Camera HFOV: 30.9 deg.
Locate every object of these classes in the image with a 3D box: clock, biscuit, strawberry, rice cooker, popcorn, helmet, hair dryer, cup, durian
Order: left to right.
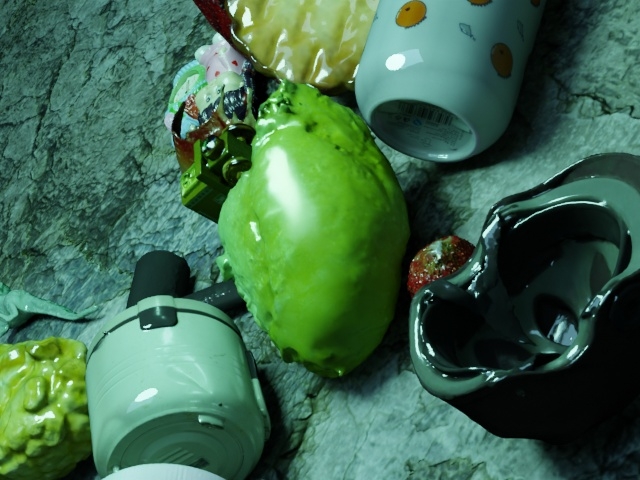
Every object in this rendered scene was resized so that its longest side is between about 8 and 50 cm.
[{"bbox_3d":[-0.428,0.259,1.711,0.286,0.174,0.225,-9,60,44],"label":"popcorn"},{"bbox_3d":[-0.184,0.201,1.464,0.226,0.226,0.244,-41,38,14],"label":"rice cooker"},{"bbox_3d":[-0.176,0.092,1.674,0.251,0.089,0.197,-18,44,25],"label":"hair dryer"},{"bbox_3d":[-0.177,-0.233,1.931,0.194,0.100,0.195,-37,35,26],"label":"clock"},{"bbox_3d":[0.000,0.000,1.437,0.256,0.204,0.339,-50,57,29],"label":"durian"},{"bbox_3d":[0.021,-0.356,1.710,0.326,0.107,0.326,-1,75,5],"label":"biscuit"},{"bbox_3d":[0.144,0.042,1.342,0.106,0.106,0.106,-28,42,28],"label":"strawberry"},{"bbox_3d":[0.172,-0.271,1.486,0.212,0.212,0.317,-8,55,44],"label":"cup"},{"bbox_3d":[0.245,0.075,1.133,0.305,0.177,0.225,-41,28,5],"label":"helmet"}]

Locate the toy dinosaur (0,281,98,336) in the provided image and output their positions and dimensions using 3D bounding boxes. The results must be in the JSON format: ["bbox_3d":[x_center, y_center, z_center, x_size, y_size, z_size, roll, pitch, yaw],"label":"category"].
[{"bbox_3d":[-0.520,0.136,1.990,0.383,0.076,0.129,15,47,45],"label":"toy dinosaur"}]

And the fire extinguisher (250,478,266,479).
[{"bbox_3d":[-0.103,0.334,1.395,0.158,0.043,0.064,-34,69,22],"label":"fire extinguisher"}]

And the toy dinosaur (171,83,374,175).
[{"bbox_3d":[-0.090,-0.146,1.722,0.327,0.206,0.113,-18,16,42],"label":"toy dinosaur"}]

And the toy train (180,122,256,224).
[{"bbox_3d":[-0.091,-0.064,1.583,0.137,0.225,0.090,-38,39,30],"label":"toy train"}]

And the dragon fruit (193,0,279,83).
[{"bbox_3d":[-0.072,-0.391,1.854,0.205,0.317,0.152,-44,8,-13],"label":"dragon fruit"}]

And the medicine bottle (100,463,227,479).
[{"bbox_3d":[-0.178,0.425,1.219,0.256,0.256,0.325,-30,32,27],"label":"medicine bottle"}]
